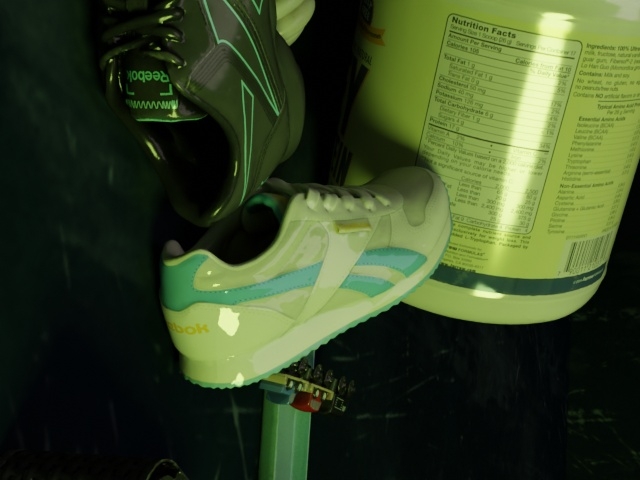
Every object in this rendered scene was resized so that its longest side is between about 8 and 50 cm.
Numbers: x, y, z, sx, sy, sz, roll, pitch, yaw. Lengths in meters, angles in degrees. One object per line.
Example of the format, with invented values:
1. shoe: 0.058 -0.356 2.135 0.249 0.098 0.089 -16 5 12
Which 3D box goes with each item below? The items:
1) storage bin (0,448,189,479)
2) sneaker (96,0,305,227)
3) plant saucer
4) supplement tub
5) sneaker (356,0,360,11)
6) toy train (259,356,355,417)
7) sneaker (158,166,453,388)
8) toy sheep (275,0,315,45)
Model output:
1. storage bin: -0.096 0.191 0.538 0.180 0.084 0.122 65 31 -47
2. sneaker: -0.071 -0.127 0.589 0.106 0.101 0.267 -62 144 -44
3. plant saucer: -0.027 0.154 0.823 0.067 0.018 0.192 29 63 -67
4. supplement tub: 0.138 -0.126 0.858 0.235 0.235 0.325 -47 150 -62
5. sneaker: 0.039 -0.289 0.921 0.121 0.111 0.300 -36 126 -43
6. toy train: -0.010 0.106 0.809 0.158 0.027 0.036 38 65 -65
7. sneaker: 0.000 0.000 0.704 0.228 0.087 0.092 -33 122 -36
8. toy sheep: -0.044 -0.159 0.686 0.132 0.091 0.091 58 35 -32
